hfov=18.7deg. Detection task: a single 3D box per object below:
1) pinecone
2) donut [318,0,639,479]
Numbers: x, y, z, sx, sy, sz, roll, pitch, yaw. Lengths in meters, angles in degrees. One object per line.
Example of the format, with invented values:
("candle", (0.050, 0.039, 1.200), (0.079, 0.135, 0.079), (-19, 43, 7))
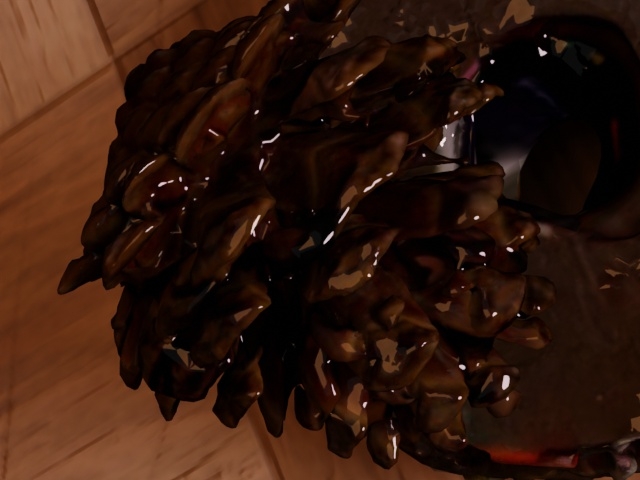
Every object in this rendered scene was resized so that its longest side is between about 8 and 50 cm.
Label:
("pinecone", (0.000, 0.000, 0.649), (0.174, 0.173, 0.173), (-7, 75, 27))
("donut", (0.096, -0.032, 0.744), (0.270, 0.103, 0.269), (-5, 78, 26))
